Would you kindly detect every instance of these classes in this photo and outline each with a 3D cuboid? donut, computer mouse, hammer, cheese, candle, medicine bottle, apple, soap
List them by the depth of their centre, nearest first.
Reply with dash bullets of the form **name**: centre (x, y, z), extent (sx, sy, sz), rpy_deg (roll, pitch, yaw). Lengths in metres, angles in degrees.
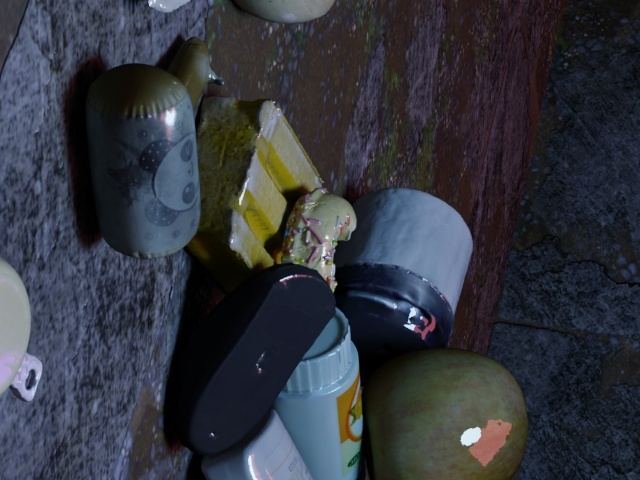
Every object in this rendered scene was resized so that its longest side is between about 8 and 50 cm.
- **cheese**: centre (-0.293, 0.091, 1.420), extent (0.227, 0.064, 0.137), rpy_deg (58, 46, -63)
- **hammer**: centre (-0.162, -0.129, 1.717), extent (0.305, 0.113, 0.202), rpy_deg (-72, 166, -57)
- **computer mouse**: centre (-0.095, 0.133, 1.972), extent (0.137, 0.086, 0.269), rpy_deg (28, 99, -49)
- **soap**: centre (-0.083, -0.038, 2.015), extent (0.315, 0.091, 0.199), rpy_deg (52, 48, -67)
- **donut**: centre (-0.001, -0.001, 2.035), extent (0.108, 0.065, 0.166), rpy_deg (77, 27, -50)
- **medicine bottle**: centre (-0.040, 0.378, 2.104), extent (0.296, 0.111, 0.161), rpy_deg (60, 21, -11)
- **medicine bottle**: centre (-0.020, 0.241, 2.238), extent (0.158, 0.158, 0.318), rpy_deg (-63, 155, -48)
- **apple**: centre (0.175, 0.278, 2.310), extent (0.257, 0.234, 0.256), rpy_deg (175, -90, -81)
- **candle**: centre (0.116, 0.050, 2.507), extent (0.221, 0.221, 0.342), rpy_deg (80, 21, -46)

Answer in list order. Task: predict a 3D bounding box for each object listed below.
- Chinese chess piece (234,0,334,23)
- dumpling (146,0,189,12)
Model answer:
- **Chinese chess piece**: centre (-0.035, -0.399, 1.974), extent (0.273, 0.102, 0.273), rpy_deg (8, 90, -74)
- **dumpling**: centre (-0.150, -0.311, 1.651), extent (0.127, 0.108, 0.188), rpy_deg (-40, 157, -29)
